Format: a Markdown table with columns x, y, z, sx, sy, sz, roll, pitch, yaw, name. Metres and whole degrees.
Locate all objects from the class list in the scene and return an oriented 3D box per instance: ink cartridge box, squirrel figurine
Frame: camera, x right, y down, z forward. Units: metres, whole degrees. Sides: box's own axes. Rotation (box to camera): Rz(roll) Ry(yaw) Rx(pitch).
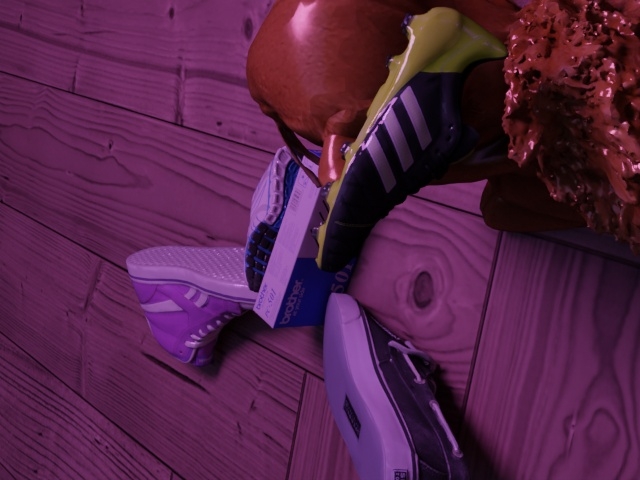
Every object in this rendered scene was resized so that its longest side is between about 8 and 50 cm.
| x | y | z | sx | sy | sz | roll | pitch | yaw | name |
| --- | --- | --- | --- | --- | --- | --- | --- | --- | --- |
| 0.000 | 0.000 | 1.101 | 0.046 | 0.097 | 0.207 | 38 | 117 | 42 | ink cartridge box |
| 0.151 | -0.134 | 0.723 | 0.397 | 0.371 | 0.280 | 11 | 98 | 48 | squirrel figurine |

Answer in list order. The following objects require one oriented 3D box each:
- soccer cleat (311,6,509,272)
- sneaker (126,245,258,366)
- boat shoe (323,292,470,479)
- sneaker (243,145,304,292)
| x | y | z | sx | sy | sz | roll | pitch | yaw | name |
| --- | --- | --- | --- | --- | --- | --- | --- | --- | --- |
| 0.052 | -0.053 | 0.582 | 0.072 | 0.060 | 0.178 | 27 | 102 | 4 | soccer cleat |
| -0.134 | 0.094 | 1.274 | 0.282 | 0.102 | 0.161 | 5 | 113 | 43 | sneaker |
| 0.076 | 0.157 | 1.008 | 0.306 | 0.105 | 0.113 | -118 | 32 | -61 | boat shoe |
| -0.058 | -0.021 | 1.179 | 0.083 | 0.071 | 0.190 | -24 | 46 | 59 | sneaker |
